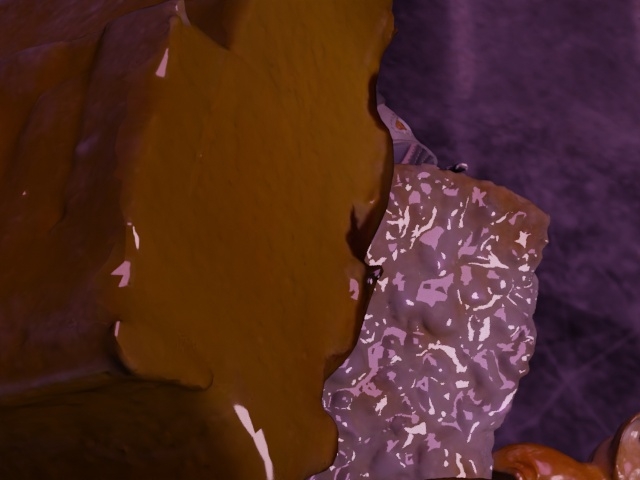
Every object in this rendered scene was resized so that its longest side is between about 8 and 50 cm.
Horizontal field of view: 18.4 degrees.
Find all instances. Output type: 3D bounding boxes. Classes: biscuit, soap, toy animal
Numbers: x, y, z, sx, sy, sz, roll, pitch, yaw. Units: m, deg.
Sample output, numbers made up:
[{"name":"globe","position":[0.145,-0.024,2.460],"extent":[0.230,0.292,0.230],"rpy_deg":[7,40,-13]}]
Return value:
[{"name":"biscuit","position":[-0.001,0.069,0.849],"extent":[0.265,0.040,0.188],"rpy_deg":[-31,97,-16]},{"name":"soap","position":[-0.120,0.001,0.768],"extent":[0.143,0.281,0.259],"rpy_deg":[46,41,-35]},{"name":"toy animal","position":[0.115,0.102,0.900],"extent":[0.083,0.060,0.081],"rpy_deg":[-31,69,-23]}]

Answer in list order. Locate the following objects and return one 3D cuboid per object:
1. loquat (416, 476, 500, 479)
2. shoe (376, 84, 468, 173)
[{"name":"loquat","position":[0.063,0.204,0.670],"extent":[0.275,0.275,0.274],"rpy_deg":[8,53,-10]},{"name":"shoe","position":[0.000,0.000,0.929],"extent":[0.092,0.089,0.180],"rpy_deg":[35,56,-5]}]
